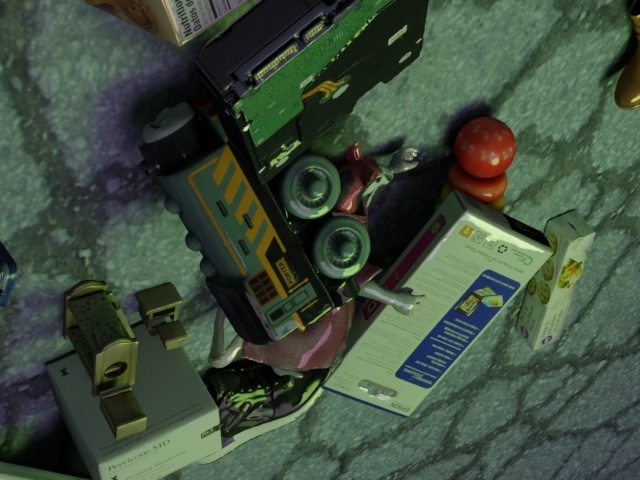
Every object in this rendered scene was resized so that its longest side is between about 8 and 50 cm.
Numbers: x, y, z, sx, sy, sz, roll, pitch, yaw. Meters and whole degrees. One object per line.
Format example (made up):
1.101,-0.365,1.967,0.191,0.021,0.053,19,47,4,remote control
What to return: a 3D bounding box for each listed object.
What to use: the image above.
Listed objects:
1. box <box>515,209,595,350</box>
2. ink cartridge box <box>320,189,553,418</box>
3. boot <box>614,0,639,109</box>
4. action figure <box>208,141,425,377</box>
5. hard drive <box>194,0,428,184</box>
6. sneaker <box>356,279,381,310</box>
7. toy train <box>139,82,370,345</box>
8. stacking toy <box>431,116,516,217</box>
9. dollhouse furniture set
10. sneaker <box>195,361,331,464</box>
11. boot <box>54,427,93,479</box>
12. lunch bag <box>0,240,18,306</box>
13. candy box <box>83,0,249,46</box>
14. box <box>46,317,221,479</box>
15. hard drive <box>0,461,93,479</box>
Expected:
0.429,0.079,2.195,0.063,0.067,0.324,-21,145,-21,box
0.165,0.105,1.791,0.175,0.069,0.371,23,115,-29,ink cartridge box
0.486,-0.299,1.773,0.197,0.073,0.152,-55,146,6,boot
0.000,0.000,1.640,0.275,0.248,0.370,5,135,-7,action figure
0.000,-0.181,1.166,0.237,0.064,0.339,-40,173,-4,hard drive
0.033,0.121,1.873,0.211,0.081,0.080,-12,154,-16,sneaker
-0.076,-0.037,1.411,0.190,0.142,0.334,-35,112,-18,toy train
0.230,-0.043,1.807,0.141,0.141,0.330,-18,139,-27,stacking toy
-0.226,0.135,1.551,0.160,0.182,0.101,-17,142,-27,dollhouse furniture set
-0.113,0.241,1.867,0.283,0.107,0.124,-34,141,-3,sneaker
-0.390,0.344,1.747,0.246,0.094,0.207,3,123,-32,boot
-0.385,0.033,1.354,0.065,0.098,0.067,-4,130,-44,lunch bag
-0.067,-0.309,1.073,0.316,0.183,0.088,-38,132,-21,candy box
-0.255,0.231,1.644,0.181,0.182,0.119,-23,146,-19,box
-0.453,0.405,1.677,0.307,0.040,0.203,18,110,-27,hard drive
